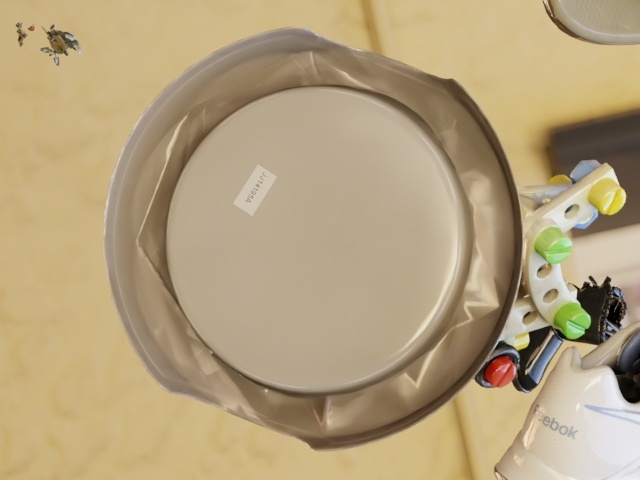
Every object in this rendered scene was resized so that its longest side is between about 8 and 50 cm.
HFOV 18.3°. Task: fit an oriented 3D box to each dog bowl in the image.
[{"bbox_3d":[0.000,0.000,1.645,0.349,0.348,0.102,-12,174,10],"label":"dog bowl"}]

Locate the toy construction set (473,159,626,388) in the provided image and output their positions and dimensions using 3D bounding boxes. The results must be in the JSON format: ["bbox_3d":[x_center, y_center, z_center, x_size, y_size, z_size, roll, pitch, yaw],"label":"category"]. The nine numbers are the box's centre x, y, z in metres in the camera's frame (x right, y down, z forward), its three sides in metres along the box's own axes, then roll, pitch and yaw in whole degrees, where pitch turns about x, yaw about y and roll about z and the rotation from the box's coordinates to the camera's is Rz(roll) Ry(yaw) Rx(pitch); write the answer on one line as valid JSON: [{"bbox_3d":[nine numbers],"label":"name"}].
[{"bbox_3d":[0.110,0.038,1.795,0.328,0.215,0.151,-6,-142,-11],"label":"toy construction set"}]

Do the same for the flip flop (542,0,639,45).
[{"bbox_3d":[0.268,-0.178,1.192,0.277,0.112,0.080,-4,-173,-5],"label":"flip flop"}]

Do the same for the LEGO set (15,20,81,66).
[{"bbox_3d":[-0.299,-0.225,2.210,0.023,0.083,0.054,-54,171,-43],"label":"LEGO set"}]

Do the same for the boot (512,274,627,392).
[{"bbox_3d":[0.243,0.093,1.934,0.099,0.121,0.045,1,156,41],"label":"boot"}]

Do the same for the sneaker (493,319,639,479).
[{"bbox_3d":[0.252,0.118,1.426,0.111,0.129,0.297,33,-152,32],"label":"sneaker"}]
